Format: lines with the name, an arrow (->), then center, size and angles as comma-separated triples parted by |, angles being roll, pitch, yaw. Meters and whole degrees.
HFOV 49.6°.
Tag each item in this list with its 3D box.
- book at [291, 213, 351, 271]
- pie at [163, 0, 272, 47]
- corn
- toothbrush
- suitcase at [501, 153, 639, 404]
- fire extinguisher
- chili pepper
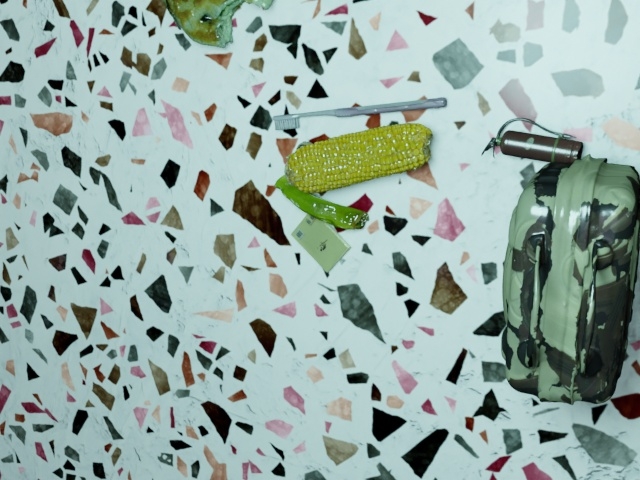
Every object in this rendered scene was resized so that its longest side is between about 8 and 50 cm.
book -> 0.000, 0.000, 1.395 | 0.111, 0.014, 0.077 | 46, 119, 11
pie -> -0.209, -0.536, 1.342 | 0.302, 0.067, 0.303 | 8, 107, 26
corn -> 0.072, -0.153, 1.280 | 0.293, 0.106, 0.106 | -9, 98, 25
toothbrush -> 0.064, -0.236, 1.300 | 0.354, 0.024, 0.029 | -1, 107, 27
suitcase -> 0.365, 0.059, 1.034 | 0.194, 0.339, 0.352 | 7, 109, 25
fire extinguisher -> 0.357, -0.164, 1.163 | 0.157, 0.045, 0.078 | 13, 80, 24
chili pepper -> -0.004, -0.070, 1.359 | 0.201, 0.050, 0.052 | 28, 113, 18
